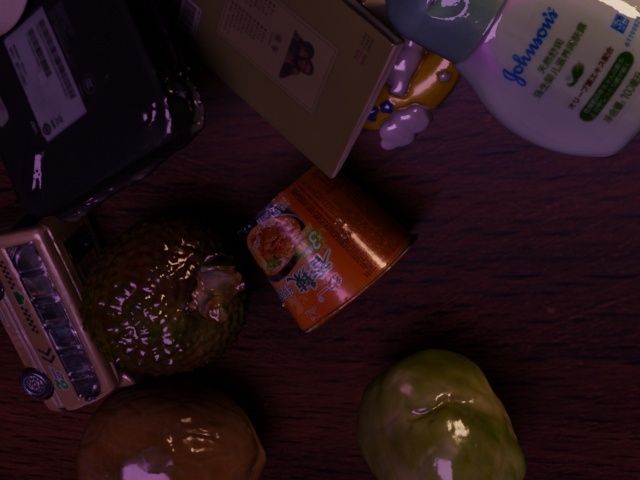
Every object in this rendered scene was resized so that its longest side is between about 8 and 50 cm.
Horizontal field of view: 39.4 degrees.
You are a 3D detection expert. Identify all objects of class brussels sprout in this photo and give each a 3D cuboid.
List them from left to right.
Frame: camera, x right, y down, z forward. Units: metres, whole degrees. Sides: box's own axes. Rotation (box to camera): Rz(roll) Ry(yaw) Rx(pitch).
[{"bbox_3d":[0.191,0.305,1.413,0.273,0.316,0.243,39,95,15],"label":"brussels sprout"}]

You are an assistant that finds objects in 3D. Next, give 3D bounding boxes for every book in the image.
[{"bbox_3d":[-0.064,-0.275,1.194,0.352,0.035,0.239,43,135,16],"label":"book"}]

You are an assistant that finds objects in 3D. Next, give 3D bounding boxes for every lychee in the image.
[{"bbox_3d":[-0.240,0.085,1.420,0.319,0.270,0.270,5,122,21],"label":"lychee"}]

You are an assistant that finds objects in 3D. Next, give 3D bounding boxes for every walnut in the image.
[{"bbox_3d":[-0.263,0.390,1.608,0.332,0.333,0.333,9,123,14],"label":"walnut"}]

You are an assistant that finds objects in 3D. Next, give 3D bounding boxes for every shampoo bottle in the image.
[{"bbox_3d":[0.241,-0.251,1.070,0.349,0.151,0.222,27,116,-10],"label":"shampoo bottle"}]

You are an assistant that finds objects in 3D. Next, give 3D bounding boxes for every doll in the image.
[{"bbox_3d":[0.068,-0.246,1.196,0.237,0.111,0.252,29,129,2],"label":"doll"}]

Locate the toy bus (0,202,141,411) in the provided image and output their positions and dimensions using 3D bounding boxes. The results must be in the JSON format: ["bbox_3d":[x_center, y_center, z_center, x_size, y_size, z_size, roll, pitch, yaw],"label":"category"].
[{"bbox_3d":[-0.454,0.114,1.571,0.201,0.177,0.365,-10,115,18],"label":"toy bus"}]

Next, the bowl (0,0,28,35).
[{"bbox_3d":[-0.504,-0.381,1.186,0.237,0.126,0.238,13,114,31],"label":"bowl"}]

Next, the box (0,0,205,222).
[{"bbox_3d":[-0.352,-0.234,1.258,0.350,0.091,0.359,-26,85,31],"label":"box"}]

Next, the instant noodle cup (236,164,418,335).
[{"bbox_3d":[0.000,0.000,1.317,0.182,0.230,0.230,49,124,-3],"label":"instant noodle cup"}]
